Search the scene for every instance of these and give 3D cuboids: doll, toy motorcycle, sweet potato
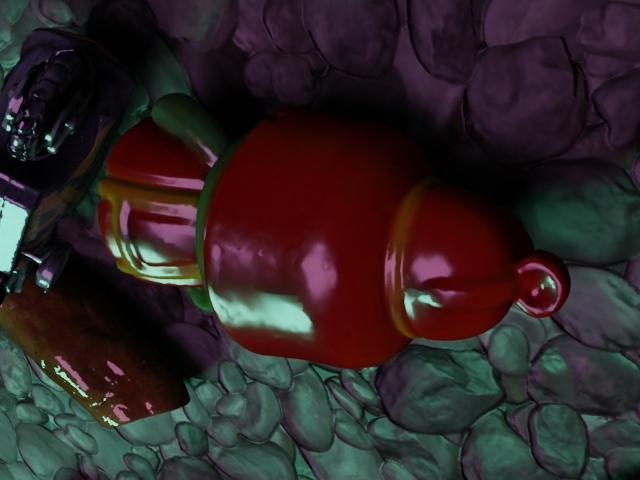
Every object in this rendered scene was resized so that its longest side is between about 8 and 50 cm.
[{"bbox_3d":[0.000,0.000,0.873,0.363,0.160,0.182,10,118,28],"label":"doll"},{"bbox_3d":[-0.219,-0.060,0.980,0.108,0.173,0.307,28,140,-6],"label":"toy motorcycle"},{"bbox_3d":[-0.229,0.085,1.129,0.252,0.097,0.097,38,133,5],"label":"sweet potato"}]
